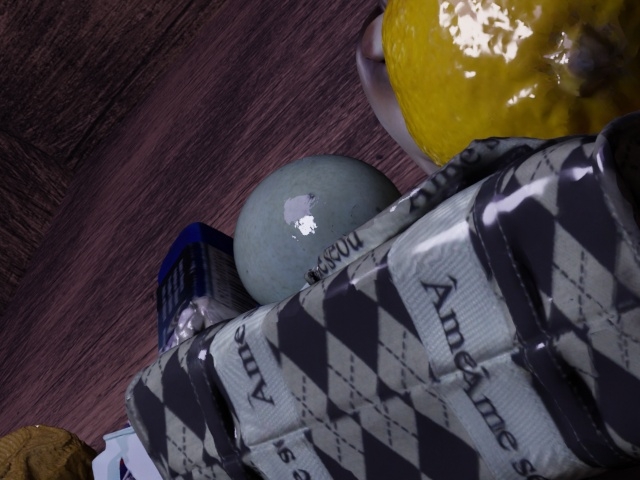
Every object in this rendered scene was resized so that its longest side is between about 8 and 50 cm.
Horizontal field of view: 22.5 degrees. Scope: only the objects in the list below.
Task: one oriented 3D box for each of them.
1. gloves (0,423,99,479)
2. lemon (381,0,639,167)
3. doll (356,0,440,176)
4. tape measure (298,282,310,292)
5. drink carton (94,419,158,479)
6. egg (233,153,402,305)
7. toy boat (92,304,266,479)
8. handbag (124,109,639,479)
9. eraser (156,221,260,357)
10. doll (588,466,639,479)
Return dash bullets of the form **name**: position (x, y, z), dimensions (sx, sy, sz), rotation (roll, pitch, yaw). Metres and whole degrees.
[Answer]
- **gloves**: position (-0.318, 0.318, 1.908), dimensions (0.155, 0.203, 0.356), rotation (-16, 5, -3)
- **lemon**: position (0.181, -0.153, 1.232), dimensions (0.293, 0.293, 0.293), rotation (-50, 17, 21)
- **doll**: position (0.165, -0.230, 1.483), dimensions (0.370, 0.226, 0.215), rotation (-51, 44, 25)
- **tape measure**: position (-0.004, 0.180, 1.402), dimensions (0.215, 0.098, 0.351), rotation (-55, -16, -40)
- **drink carton**: position (-0.165, 0.259, 1.732), dimensions (0.134, 0.102, 0.222), rotation (-64, 16, -17)
- **egg**: position (0.000, 0.000, 1.625), dimensions (0.169, 0.169, 0.236), rotation (-62, 10, -21)
- **toy boat**: position (-0.117, 0.185, 1.576), dimensions (0.291, 0.067, 0.220), rotation (-20, 59, 23)
- **handbag**: position (0.124, 0.025, 0.901), dimensions (0.317, 0.180, 0.416), rotation (-28, 1, -42)
- **eraser**: position (-0.105, 0.085, 1.788), dimensions (0.101, 0.155, 0.332), rotation (-55, 16, 10)
- **doll**: position (0.125, 0.195, 0.898), dimensions (0.242, 0.160, 0.311), rotation (-56, 12, 3)
